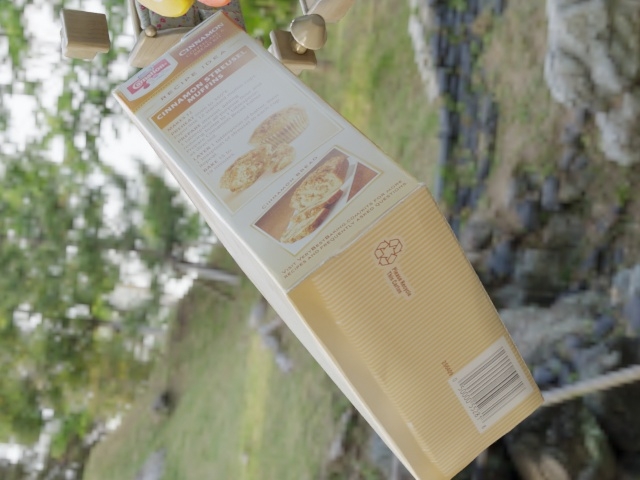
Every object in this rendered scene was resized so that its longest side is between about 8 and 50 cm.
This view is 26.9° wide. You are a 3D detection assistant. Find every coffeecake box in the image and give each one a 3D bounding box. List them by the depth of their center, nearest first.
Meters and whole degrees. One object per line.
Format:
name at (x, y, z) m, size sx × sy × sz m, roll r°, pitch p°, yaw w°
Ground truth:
coffeecake box at (0.000, 0.000, 0.590) m, size 0.185 × 0.068 × 0.142 m, roll 46°, pitch 172°, yaw 49°

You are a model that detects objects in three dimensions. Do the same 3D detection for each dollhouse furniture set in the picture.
dollhouse furniture set at (-0.109, -0.353, 1.445) m, size 0.174 × 0.355 × 0.303 m, roll -45°, pitch 52°, yaw 50°

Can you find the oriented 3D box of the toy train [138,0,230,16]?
toy train at (-0.029, -0.140, 0.439) m, size 0.046 × 0.125 × 0.166 m, roll 44°, pitch -166°, yaw -29°
